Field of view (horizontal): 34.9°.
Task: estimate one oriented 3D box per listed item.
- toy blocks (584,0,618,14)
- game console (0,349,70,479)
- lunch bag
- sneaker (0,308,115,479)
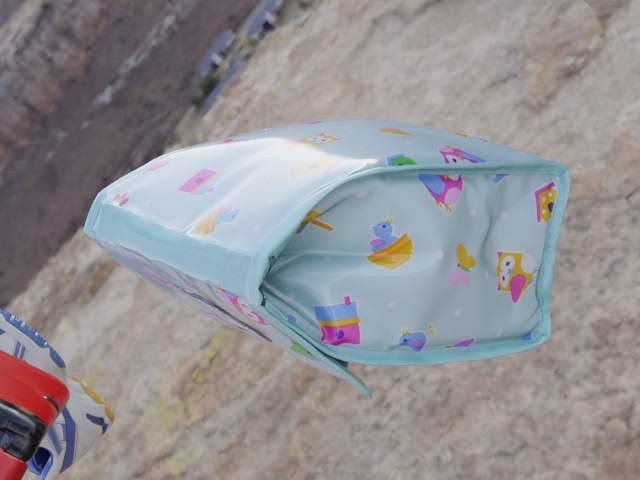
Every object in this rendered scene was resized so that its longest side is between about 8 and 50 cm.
[{"bbox_3d":[0.148,-0.312,0.652,0.191,0.381,0.261,-46,-2,-4],"label":"toy blocks"},{"bbox_3d":[-0.207,0.087,0.477,0.085,0.144,0.124,-62,7,3],"label":"game console"},{"bbox_3d":[0.000,0.000,0.691,0.223,0.262,0.160,19,111,50],"label":"lunch bag"},{"bbox_3d":[-0.364,0.180,1.200,0.111,0.296,0.131,16,59,45],"label":"sneaker"}]
